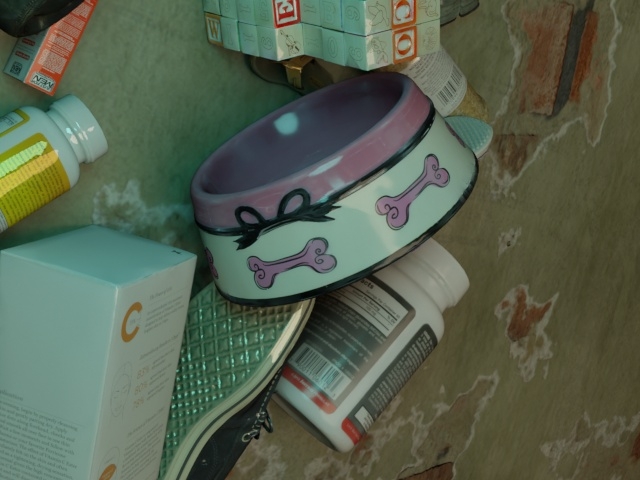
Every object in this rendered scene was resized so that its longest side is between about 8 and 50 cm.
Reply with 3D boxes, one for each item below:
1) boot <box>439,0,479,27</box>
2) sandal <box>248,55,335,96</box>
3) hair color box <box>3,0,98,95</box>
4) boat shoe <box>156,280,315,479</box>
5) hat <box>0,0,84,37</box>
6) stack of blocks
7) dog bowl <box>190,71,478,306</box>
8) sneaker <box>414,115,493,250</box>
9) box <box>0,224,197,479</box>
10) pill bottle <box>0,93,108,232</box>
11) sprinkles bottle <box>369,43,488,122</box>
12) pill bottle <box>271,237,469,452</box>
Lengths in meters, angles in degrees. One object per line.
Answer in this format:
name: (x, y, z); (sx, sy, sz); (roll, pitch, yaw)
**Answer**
boot: (0.176, -0.415, 1.446); (0.246, 0.083, 0.161); (-24, 128, -29)
sandal: (-0.032, -0.256, 1.352); (0.180, 0.049, 0.072); (24, 91, -44)
hair color box: (-0.327, -0.254, 1.084); (0.043, 0.072, 0.141); (26, 92, -44)
boat shoe: (-0.159, 0.233, 1.347); (0.156, 0.187, 0.500); (17, 108, -55)
hat: (-0.292, -0.313, 0.931); (0.134, 0.331, 0.331); (36, 82, -4)
stack of blocks: (-0.006, -0.300, 1.184); (0.171, 0.297, 0.087); (-23, 122, -33)
dog bowl: (0.001, -0.089, 1.231); (0.408, 0.408, 0.150); (-38, 114, -22)
sneaker: (0.169, -0.082, 1.444); (0.282, 0.102, 0.161); (-38, 146, -26)
box: (-0.305, 0.177, 1.164); (0.215, 0.168, 0.345); (-29, 133, -70)
pill bottle: (-0.371, -0.091, 1.086); (0.208, 0.117, 0.118); (-37, 129, -23)
sprinkles bottle: (0.145, -0.285, 1.441); (0.355, 0.121, 0.121); (40, 81, -43)
pill bottle: (0.078, 0.160, 1.514); (0.363, 0.210, 0.210); (-48, 132, -15)
